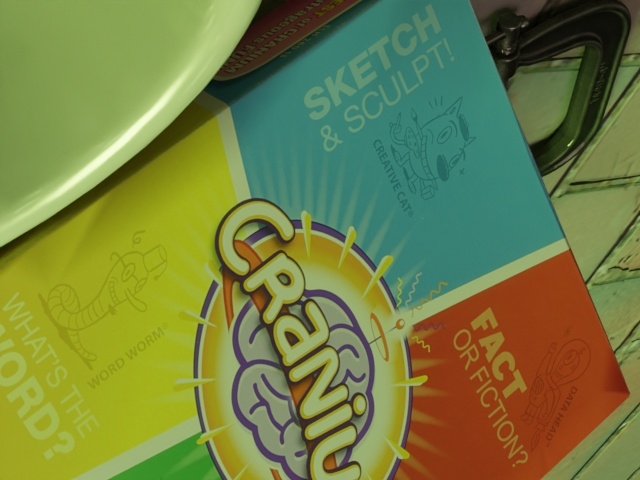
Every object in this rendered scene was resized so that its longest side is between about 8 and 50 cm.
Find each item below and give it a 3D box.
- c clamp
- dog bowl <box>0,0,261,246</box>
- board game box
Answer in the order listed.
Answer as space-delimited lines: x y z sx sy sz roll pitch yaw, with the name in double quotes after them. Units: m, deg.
0.105 -0.073 0.805 0.137 0.022 0.161 -29 150 -15 "c clamp"
-0.166 -0.067 0.393 0.348 0.102 0.349 -25 165 -7 "dog bowl"
-0.032 0.061 0.619 0.316 0.064 0.242 -38 118 -22 "board game box"
